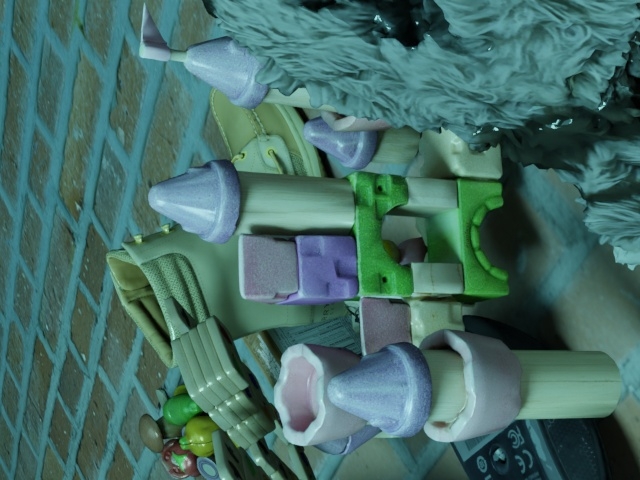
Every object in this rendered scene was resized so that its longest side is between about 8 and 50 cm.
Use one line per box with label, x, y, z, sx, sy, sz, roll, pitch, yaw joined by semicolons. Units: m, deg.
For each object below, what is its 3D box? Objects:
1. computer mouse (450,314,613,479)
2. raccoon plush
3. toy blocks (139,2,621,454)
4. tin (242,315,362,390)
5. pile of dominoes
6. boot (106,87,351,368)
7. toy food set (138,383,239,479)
computer mouse;0.165;0.178;0.913;0.188;0.072;0.272;-49;56;56
raccoon plush;0.095;-0.199;0.671;0.216;0.299;0.446;-2;153;28
toy blocks;0.000;0.000;0.836;0.309;0.260;0.288;-19;71;61
tin;-0.005;0.096;1.126;0.189;0.106;0.040;55;147;23
pile of dominoes;-0.031;0.157;0.971;0.251;0.040;0.196;54;-173;-46
boot;-0.096;-0.025;1.101;0.262;0.203;0.095;64;155;19
toy food set;-0.169;0.245;1.521;0.218;0.071;0.128;-14;95;60
